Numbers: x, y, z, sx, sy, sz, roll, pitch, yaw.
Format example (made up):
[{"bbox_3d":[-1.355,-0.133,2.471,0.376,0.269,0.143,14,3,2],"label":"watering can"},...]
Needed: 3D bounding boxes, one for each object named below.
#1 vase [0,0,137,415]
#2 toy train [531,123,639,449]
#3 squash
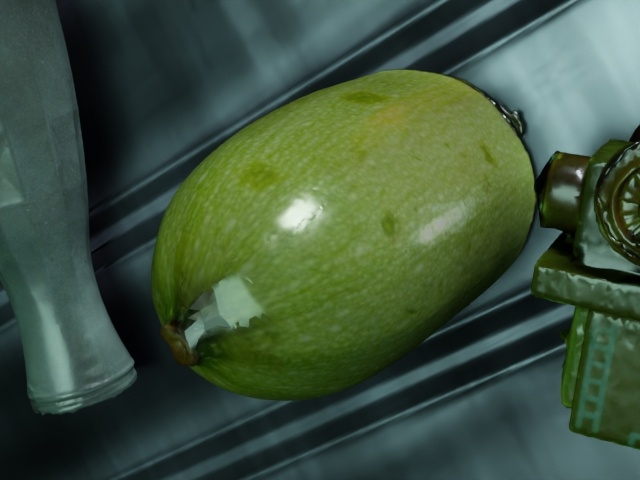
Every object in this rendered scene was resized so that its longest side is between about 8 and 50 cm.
[{"bbox_3d":[-0.148,-0.021,0.597,0.086,0.086,0.214,-9,103,27],"label":"vase"},{"bbox_3d":[0.187,0.032,0.443,0.225,0.090,0.137,13,111,22],"label":"toy train"},{"bbox_3d":[0.000,0.000,0.474,0.123,0.186,0.123,10,111,29],"label":"squash"}]
